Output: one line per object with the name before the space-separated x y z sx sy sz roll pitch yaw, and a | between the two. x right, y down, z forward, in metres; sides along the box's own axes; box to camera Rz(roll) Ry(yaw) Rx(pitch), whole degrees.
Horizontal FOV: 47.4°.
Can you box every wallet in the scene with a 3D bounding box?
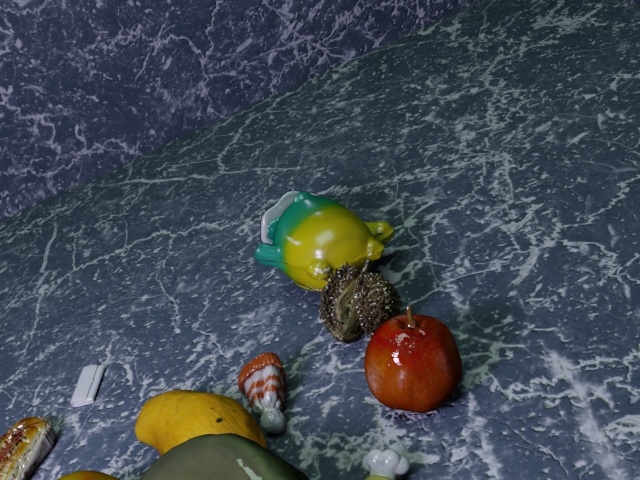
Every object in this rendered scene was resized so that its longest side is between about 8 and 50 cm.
wallet | -0.576 0.358 1.807 0.061 0.025 0.122 -10 33 7

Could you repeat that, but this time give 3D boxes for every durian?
durian | 0.087 0.130 1.600 0.196 0.167 0.196 -4 70 12

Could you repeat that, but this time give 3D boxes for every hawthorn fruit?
hawthorn fruit | 0.174 0.212 1.385 0.196 0.226 0.197 -5 36 4

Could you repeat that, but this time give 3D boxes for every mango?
mango | -0.236 0.385 1.450 0.187 0.144 0.359 -36 32 -26

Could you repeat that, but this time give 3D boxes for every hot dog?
hot dog | -0.703 0.503 1.620 0.144 0.075 0.268 -1 40 26

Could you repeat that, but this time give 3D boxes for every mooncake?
mooncake | -0.160 0.492 1.154 0.351 0.187 0.351 -13 53 18

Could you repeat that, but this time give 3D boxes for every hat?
hat | -0.111 0.326 1.515 0.112 0.093 0.162 -42 34 19

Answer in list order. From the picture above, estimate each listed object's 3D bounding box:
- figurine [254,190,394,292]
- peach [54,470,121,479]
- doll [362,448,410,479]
figurine | 0.000 0.000 1.803 0.323 0.231 0.340 -21 26 -22
peach | -0.443 0.520 1.350 0.197 0.197 0.197 -16 32 10
doll | 0.100 0.429 1.257 0.106 0.062 0.162 -1 36 23
